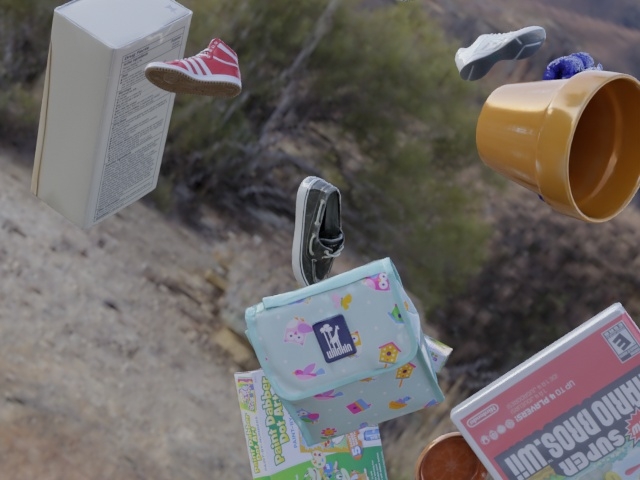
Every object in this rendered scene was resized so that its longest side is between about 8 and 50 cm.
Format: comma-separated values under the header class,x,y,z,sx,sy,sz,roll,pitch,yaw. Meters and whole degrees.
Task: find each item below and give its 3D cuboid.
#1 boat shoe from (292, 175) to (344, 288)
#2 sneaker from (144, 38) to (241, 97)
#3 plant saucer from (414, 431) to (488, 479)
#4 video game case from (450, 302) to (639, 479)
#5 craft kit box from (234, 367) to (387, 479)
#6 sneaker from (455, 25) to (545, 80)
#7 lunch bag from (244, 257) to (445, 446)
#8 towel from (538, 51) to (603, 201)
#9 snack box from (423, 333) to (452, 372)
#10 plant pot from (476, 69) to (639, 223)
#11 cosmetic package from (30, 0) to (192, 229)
class,x,y,z,sx,sy,sz,roll,pitch,yaw
boat shoe,0.000,0.000,2.165,0.070,0.219,0.077,25,40,36
sneaker,-0.154,-0.214,1.540,0.118,0.042,0.067,8,58,-19
plant saucer,0.139,0.240,1.345,0.083,0.083,0.013,30,8,-26
video game case,0.292,0.232,1.260,0.285,0.204,0.025,54,12,-3
craft kit box,-0.011,0.316,2.097,0.246,0.250,0.061,-10,-1,-37
sneaker,0.285,-0.313,2.040,0.054,0.152,0.061,64,6,-46
lunch bag,0.033,0.146,1.770,0.262,0.223,0.160,65,9,-48
towel,0.407,-0.183,2.030,0.076,0.228,0.308,5,11,18
snack box,0.160,0.180,2.245,0.141,0.037,0.100,27,7,10
plant pot,0.330,-0.143,1.779,0.188,0.205,0.205,18,-4,44
cosmetic package,-0.289,-0.184,1.733,0.113,0.309,0.160,33,41,19
